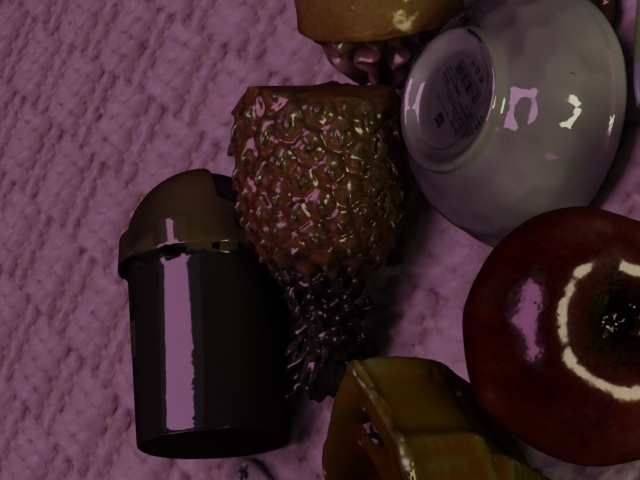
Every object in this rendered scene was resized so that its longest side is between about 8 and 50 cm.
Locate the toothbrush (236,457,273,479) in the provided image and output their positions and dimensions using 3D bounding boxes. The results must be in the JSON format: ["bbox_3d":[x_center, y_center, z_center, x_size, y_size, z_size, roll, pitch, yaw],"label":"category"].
[{"bbox_3d":[0.003,0.343,1.510,0.418,0.040,0.042,36,105,51],"label":"toothbrush"}]

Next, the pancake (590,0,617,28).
[{"bbox_3d":[0.235,-0.211,1.481,0.199,0.021,0.199,-25,57,45],"label":"pancake"}]

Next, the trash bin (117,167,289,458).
[{"bbox_3d":[-0.129,0.077,1.651,0.214,0.214,0.333,-25,62,43],"label":"trash bin"}]

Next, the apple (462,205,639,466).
[{"bbox_3d":[0.225,0.081,1.215,0.234,0.234,0.234,-24,57,43],"label":"apple"}]

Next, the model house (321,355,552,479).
[{"bbox_3d":[0.118,0.250,1.265,0.173,0.268,0.239,-44,48,14],"label":"model house"}]

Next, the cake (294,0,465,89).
[{"bbox_3d":[0.076,-0.255,1.587,0.208,0.185,0.178,-9,110,26],"label":"cake"}]

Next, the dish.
[{"bbox_3d":[0.168,-0.136,1.423,0.303,0.120,0.303,-17,69,52],"label":"dish"}]

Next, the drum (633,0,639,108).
[{"bbox_3d":[0.334,-0.259,1.360,0.130,0.049,0.253,-31,55,40],"label":"drum"}]

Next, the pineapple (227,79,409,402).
[{"bbox_3d":[0.000,0.000,1.545,0.202,0.202,0.361,3,94,51],"label":"pineapple"}]
